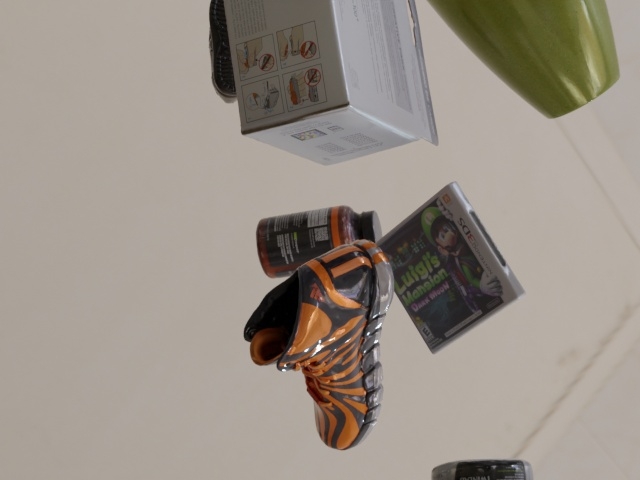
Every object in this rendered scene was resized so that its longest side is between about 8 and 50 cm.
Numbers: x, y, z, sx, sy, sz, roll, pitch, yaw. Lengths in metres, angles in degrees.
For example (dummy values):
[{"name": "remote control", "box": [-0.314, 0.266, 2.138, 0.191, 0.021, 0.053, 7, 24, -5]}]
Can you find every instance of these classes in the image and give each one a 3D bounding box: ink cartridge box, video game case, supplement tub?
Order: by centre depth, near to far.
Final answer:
[{"name": "ink cartridge box", "box": [0.008, -0.251, 1.446, 0.130, 0.272, 0.309, -13, -102, 23]}, {"name": "supplement tub", "box": [0.184, 0.341, 1.452, 0.117, 0.117, 0.190, -12, -107, 33]}, {"name": "video game case", "box": [0.163, 0.040, 1.732, 0.022, 0.173, 0.190, -22, 167, -41]}, {"name": "supplement tub", "box": [0.000, 0.000, 2.161, 0.198, 0.106, 0.106, -8, -132, 12]}]

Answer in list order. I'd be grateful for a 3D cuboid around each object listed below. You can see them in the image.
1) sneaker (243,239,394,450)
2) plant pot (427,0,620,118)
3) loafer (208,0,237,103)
[{"name": "sneaker", "box": [-0.016, 0.152, 1.690, 0.180, 0.321, 0.125, -18, -145, -33]}, {"name": "plant pot", "box": [0.346, -0.352, 2.093, 0.275, 0.293, 0.275, -31, -169, 7]}, {"name": "loafer", "box": [-0.147, -0.313, 2.091, 0.078, 0.080, 0.220, 119, -21, -59]}]
